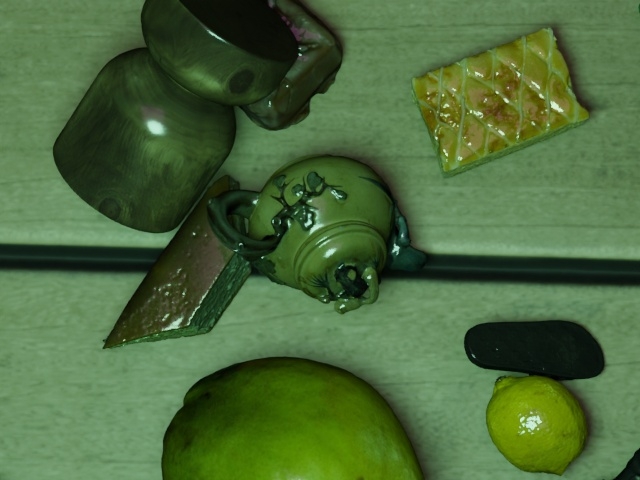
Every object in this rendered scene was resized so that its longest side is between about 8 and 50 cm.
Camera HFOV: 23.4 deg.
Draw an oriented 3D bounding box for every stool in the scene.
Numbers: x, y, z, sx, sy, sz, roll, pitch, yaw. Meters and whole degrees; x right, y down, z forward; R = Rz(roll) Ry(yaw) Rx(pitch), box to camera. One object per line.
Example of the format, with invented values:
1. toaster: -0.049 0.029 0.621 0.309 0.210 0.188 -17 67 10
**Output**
1. stool: -0.169 -0.161 1.769 0.179 0.179 0.264 41 115 8

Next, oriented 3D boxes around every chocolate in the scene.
1. chocolate: -0.082 -0.246 1.878 0.214 0.093 0.148 41 86 8

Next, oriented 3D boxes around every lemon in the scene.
1. lemon: 0.248 0.210 1.778 0.109 0.109 0.133 -34 80 -4

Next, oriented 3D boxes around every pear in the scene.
1. pear: -0.027 0.262 1.713 0.321 0.269 0.269 22 81 24

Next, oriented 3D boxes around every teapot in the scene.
1. teapot: 0.000 0.000 1.771 0.269 0.173 0.182 5 38 -31

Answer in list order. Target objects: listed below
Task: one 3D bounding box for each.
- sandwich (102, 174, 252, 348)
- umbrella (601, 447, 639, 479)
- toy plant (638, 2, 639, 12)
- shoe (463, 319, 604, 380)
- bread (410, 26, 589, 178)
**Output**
1. sandwich: -0.152 0.043 1.830 0.096 0.094 0.258 33 84 12
2. umbrella: 0.360 0.294 1.761 0.357 0.106 0.113 -43 76 -5
3. toy plant: 0.470 -0.232 1.855 0.200 0.105 0.143 22 96 23
4. shoe: 0.246 0.132 1.820 0.179 0.049 0.071 5 68 -19
5. bread: 0.213 -0.167 1.864 0.188 0.068 0.125 -21 80 -2
